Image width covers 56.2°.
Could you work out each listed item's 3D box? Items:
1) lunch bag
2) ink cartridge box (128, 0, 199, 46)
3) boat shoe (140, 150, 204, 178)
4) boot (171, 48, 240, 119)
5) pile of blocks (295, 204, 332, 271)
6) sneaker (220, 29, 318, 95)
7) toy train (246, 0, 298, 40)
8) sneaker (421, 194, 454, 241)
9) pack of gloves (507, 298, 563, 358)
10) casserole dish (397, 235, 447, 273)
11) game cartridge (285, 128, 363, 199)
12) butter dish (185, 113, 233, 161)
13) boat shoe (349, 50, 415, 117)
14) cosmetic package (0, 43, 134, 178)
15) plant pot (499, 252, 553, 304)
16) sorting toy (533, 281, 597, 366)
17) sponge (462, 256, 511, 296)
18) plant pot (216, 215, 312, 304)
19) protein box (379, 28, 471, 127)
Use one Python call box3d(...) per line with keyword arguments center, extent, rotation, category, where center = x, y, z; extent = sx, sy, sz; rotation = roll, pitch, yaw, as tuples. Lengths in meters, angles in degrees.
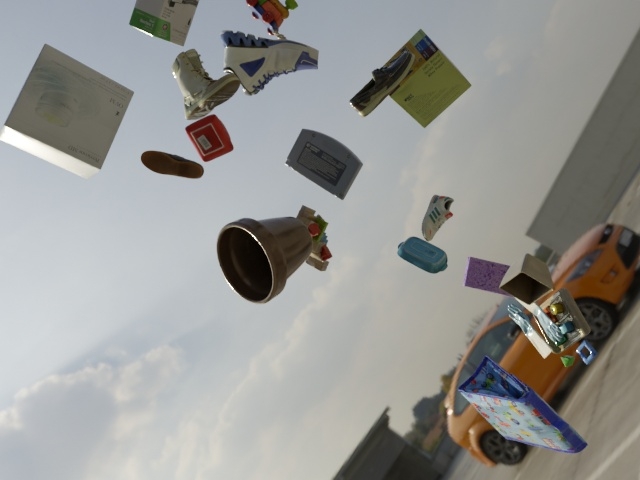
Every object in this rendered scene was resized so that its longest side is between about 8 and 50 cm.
box3d(center=(0.540, 0.451, 1.581), extent=(0.138, 0.221, 0.293), rotation=(-47, 12, -10), category="lunch bag")
box3d(center=(-0.418, -0.671, 1.661), extent=(0.219, 0.092, 0.160), rotation=(-66, -14, 15), category="ink cartridge box")
box3d(center=(-0.489, -0.249, 1.994), extent=(0.073, 0.207, 0.073), rotation=(-101, 29, -78), category="boat shoe")
box3d(center=(-0.308, -0.431, 1.576), extent=(0.213, 0.165, 0.077), rotation=(-23, -6, 42), category="boot")
box3d(center=(0.000, 0.000, 2.333), extent=(0.149, 0.112, 0.362), rotation=(-52, -27, -19), category="pile of blocks")
box3d(center=(-0.166, -0.537, 1.879), extent=(0.127, 0.315, 0.182), rotation=(-82, 2, -80), category="sneaker")
box3d(center=(-0.133, -0.780, 2.070), extent=(0.143, 0.248, 0.105), rotation=(-41, -12, 0), category="toy train")
box3d(center=(0.376, -0.072, 1.904), extent=(0.057, 0.075, 0.161), rotation=(39, -114, -45), category="sneaker")
box3d(center=(0.784, 0.289, 2.174), extent=(0.046, 0.232, 0.195), rotation=(-26, -28, -18), category="pack of gloves")
box3d(center=(0.355, 0.044, 2.077), extent=(0.114, 0.188, 0.037), rotation=(-42, -30, -36), category="casserole dish")
box3d(center=(0.018, -0.322, 2.444), extent=(0.198, 0.297, 0.062), rotation=(-59, -15, 11), category="game cartridge")
box3d(center=(-0.417, -0.412, 2.338), extent=(0.160, 0.159, 0.118), rotation=(61, -154, -21), category="butter dish")
box3d(center=(0.171, -0.449, 1.689), extent=(0.223, 0.073, 0.080), rotation=(-46, 23, 21), category="boat shoe")
box3d(center=(-0.609, -0.303, 1.445), extent=(0.224, 0.138, 0.225), rotation=(26, -108, -29), category="cosmetic package")
box3d(center=(0.600, 0.104, 1.738), extent=(0.109, 0.109, 0.096), rotation=(-53, 9, 51), category="plant pot")
box3d(center=(0.847, 0.290, 2.143), extent=(0.047, 0.348, 0.196), rotation=(-7, -30, -24), category="sorting toy")
box3d(center=(0.658, 0.140, 2.296), extent=(0.031, 0.210, 0.117), rotation=(117, 166, -87), category="sponge")
box3d(center=(-0.150, 0.034, 1.833), extent=(0.229, 0.263, 0.263), rotation=(-27, -36, -42), category="plant pot")
box3d(center=(0.321, -0.504, 1.882), extent=(0.200, 0.136, 0.201), rotation=(-42, -44, 21), category="protein box")
